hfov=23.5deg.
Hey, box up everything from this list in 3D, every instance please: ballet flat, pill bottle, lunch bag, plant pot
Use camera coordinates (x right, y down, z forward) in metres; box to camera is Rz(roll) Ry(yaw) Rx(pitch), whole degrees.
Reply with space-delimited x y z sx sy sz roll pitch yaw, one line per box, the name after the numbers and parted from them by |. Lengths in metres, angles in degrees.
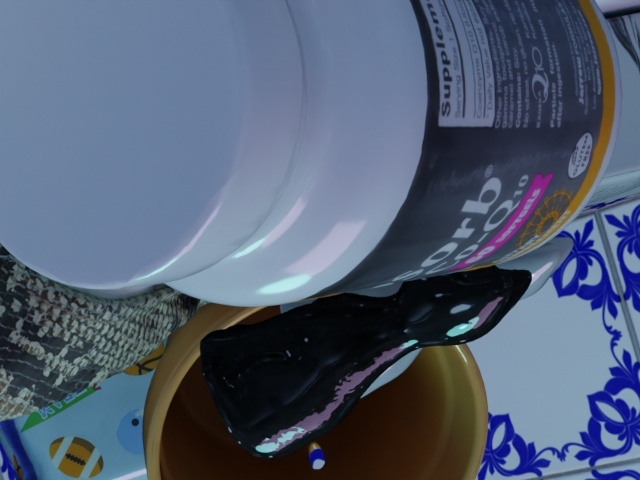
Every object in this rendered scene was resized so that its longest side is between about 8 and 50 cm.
-0.090 -0.030 0.875 0.182 0.164 0.483 -43 167 28 | ballet flat
-0.002 -0.058 0.614 0.162 0.162 0.278 -19 174 33 | pill bottle
-0.196 0.122 1.628 0.328 0.239 0.385 -15 -168 -14 | lunch bag
-0.022 0.136 1.356 0.291 0.291 0.203 -15 -158 -9 | plant pot

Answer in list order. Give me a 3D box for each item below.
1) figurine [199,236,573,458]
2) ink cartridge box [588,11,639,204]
0.059 0.049 1.019 0.209 0.092 0.215 -25 180 24 | figurine
0.211 -0.091 1.136 0.273 0.114 0.197 -14 175 -18 | ink cartridge box
